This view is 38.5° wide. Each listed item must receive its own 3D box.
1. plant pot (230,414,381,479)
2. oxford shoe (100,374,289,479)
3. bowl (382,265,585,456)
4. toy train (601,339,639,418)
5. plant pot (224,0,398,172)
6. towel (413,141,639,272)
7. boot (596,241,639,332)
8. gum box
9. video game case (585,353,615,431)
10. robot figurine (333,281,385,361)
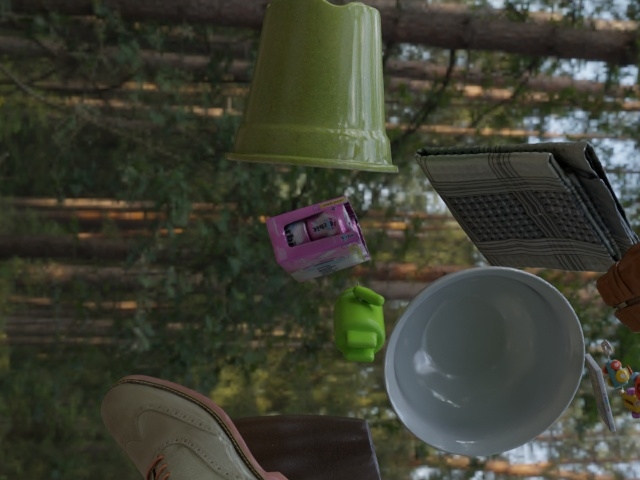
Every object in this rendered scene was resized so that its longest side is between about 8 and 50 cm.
[{"bbox_3d":[-0.020,0.384,1.557,0.215,0.230,0.215,-14,90,-87],"label":"plant pot"},{"bbox_3d":[-0.175,0.313,1.218,0.397,0.146,0.140,30,-67,29],"label":"oxford shoe"},{"bbox_3d":[0.230,0.162,1.376,0.134,0.298,0.298,-112,-158,-74],"label":"bowl"},{"bbox_3d":[0.590,0.260,1.729,0.166,0.046,0.125,-116,-167,-58],"label":"toy train"},{"bbox_3d":[-0.004,-0.243,1.449,0.276,0.276,0.254,-144,-122,-80],"label":"plant pot"},{"bbox_3d":[0.347,-0.041,1.505,0.312,0.324,0.056,51,58,-34],"label":"towel"},{"bbox_3d":[0.451,0.090,1.159,0.197,0.073,0.152,61,-38,15],"label":"boot"},{"bbox_3d":[0.000,0.000,1.210,0.188,0.107,0.062,52,20,-77],"label":"gum box"},{"bbox_3d":[0.507,0.276,1.665,0.087,0.011,0.122,-82,155,-77],"label":"video game case"},{"bbox_3d":[0.050,0.108,1.210,0.115,0.067,0.101,-91,-175,-53],"label":"robot figurine"}]
